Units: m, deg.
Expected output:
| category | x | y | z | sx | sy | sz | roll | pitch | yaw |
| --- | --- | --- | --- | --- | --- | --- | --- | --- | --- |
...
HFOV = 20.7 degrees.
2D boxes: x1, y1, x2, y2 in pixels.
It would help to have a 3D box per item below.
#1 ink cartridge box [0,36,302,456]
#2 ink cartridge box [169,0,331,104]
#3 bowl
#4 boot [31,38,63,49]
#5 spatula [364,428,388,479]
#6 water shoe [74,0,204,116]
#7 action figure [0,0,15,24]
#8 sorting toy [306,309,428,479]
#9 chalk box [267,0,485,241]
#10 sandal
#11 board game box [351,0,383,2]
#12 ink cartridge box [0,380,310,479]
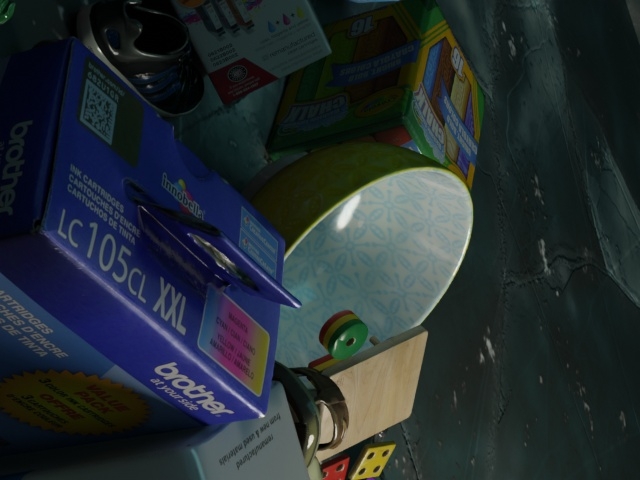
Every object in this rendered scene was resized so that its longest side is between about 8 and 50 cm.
| category | x | y | z | sx | sy | sz | roll | pitch | yaw |
| --- | --- | --- | --- | --- | --- | --- | --- | --- | --- |
| ink cartridge box | -0.204 | 0.020 | 1.164 | 0.270 | 0.395 | 0.151 | 45 | 41 | -47 |
| ink cartridge box | -0.087 | -0.258 | 1.789 | 0.127 | 0.128 | 0.176 | -106 | 170 | -64 |
| bowl | 0.000 | 0.000 | 1.813 | 0.156 | 0.289 | 0.289 | 44 | 7 | 34 |
| boot | -0.263 | -0.076 | 1.477 | 0.208 | 0.076 | 0.190 | -13 | 88 | -57 |
| spatula | 0.071 | 0.241 | 2.028 | 0.084 | 0.030 | 0.296 | 51 | 37 | -39 |
| water shoe | -0.156 | -0.176 | 1.708 | 0.203 | 0.080 | 0.073 | 26 | 56 | -58 |
| action figure | -0.321 | -0.279 | 1.445 | 0.232 | 0.063 | 0.137 | 61 | 28 | -22 |
| sorting toy | 0.039 | 0.158 | 1.838 | 0.132 | 0.046 | 0.275 | -23 | 140 | -30 |
| chalk box | 0.065 | -0.111 | 2.008 | 0.179 | 0.180 | 0.289 | 57 | 31 | -35 |
| sandal | -0.021 | 0.165 | 1.689 | 0.120 | 0.086 | 0.303 | 56 | -7 | 13 |
| board game box | 0.005 | -0.418 | 2.104 | 0.316 | 0.064 | 0.242 | -4 | 94 | -64 |
| ink cartridge box | -0.126 | 0.332 | 1.305 | 0.166 | 0.285 | 0.395 | -30 | 106 | -63 |
